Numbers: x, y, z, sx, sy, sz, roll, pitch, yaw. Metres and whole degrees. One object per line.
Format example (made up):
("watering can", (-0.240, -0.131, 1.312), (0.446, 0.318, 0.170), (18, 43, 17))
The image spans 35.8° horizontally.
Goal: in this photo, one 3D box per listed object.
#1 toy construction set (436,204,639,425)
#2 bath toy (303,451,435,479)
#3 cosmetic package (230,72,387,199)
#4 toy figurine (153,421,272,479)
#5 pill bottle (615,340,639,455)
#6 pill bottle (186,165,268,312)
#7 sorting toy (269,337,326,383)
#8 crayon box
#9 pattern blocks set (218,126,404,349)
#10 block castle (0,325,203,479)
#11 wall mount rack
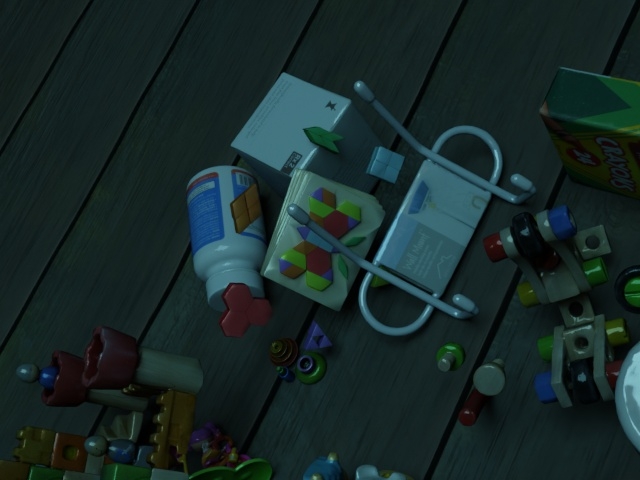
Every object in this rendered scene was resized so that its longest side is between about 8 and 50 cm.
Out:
("toy construction set", (0.301, 0.098, 1.316), (0.257, 0.237, 0.309), (46, 109, 7))
("bath toy", (0.146, 0.369, 1.263), (0.348, 0.151, 0.129), (9, 107, 27))
("cosmetic package", (-0.011, -0.140, 1.570), (0.151, 0.184, 0.151), (28, 79, 36))
("toy figurine", (-0.180, 0.322, 1.474), (0.173, 0.130, 0.159), (-25, 43, -13))
("pill bottle", (0.433, 0.210, 1.087), (0.169, 0.301, 0.169), (-12, 61, 22))
("pill bottle", (-0.149, 0.000, 1.606), (0.124, 0.124, 0.222), (-20, 57, 17))
("sorting toy", (-0.044, 0.183, 1.506), (0.102, 0.042, 0.061), (23, 77, 34))
("crayon box", (0.467, -0.118, 1.304), (0.318, 0.202, 0.081), (19, 75, 34))
("pattern blocks set", (0.000, 0.000, 1.454), (0.026, 0.285, 0.325), (-166, 86, -69))
("block castle", (-0.335, 0.364, 1.365), (0.303, 0.212, 0.453), (-25, 54, 57))
("wall mount rack", (0.129, -0.051, 1.422), (0.304, 0.130, 0.350), (28, 77, -1))
